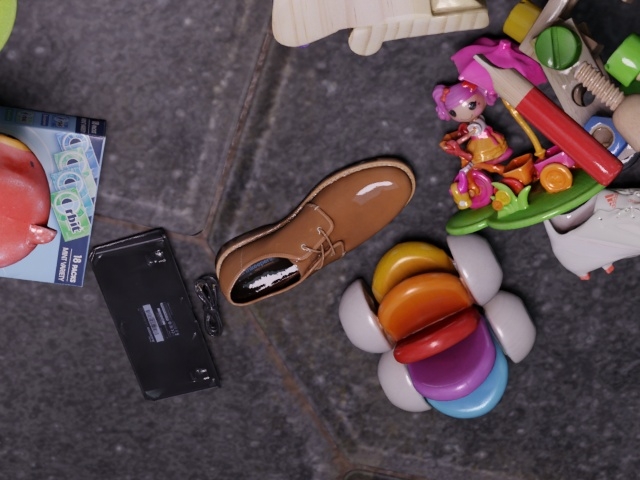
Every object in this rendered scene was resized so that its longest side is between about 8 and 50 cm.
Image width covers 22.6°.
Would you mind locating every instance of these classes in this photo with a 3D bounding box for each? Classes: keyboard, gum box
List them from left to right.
[{"bbox_3d":[-0.296,-0.044,1.445,0.184,0.041,0.157,8,117,-11],"label":"gum box"},{"bbox_3d":[-0.143,0.071,1.536,0.108,0.023,0.180,-13,120,8],"label":"keyboard"}]

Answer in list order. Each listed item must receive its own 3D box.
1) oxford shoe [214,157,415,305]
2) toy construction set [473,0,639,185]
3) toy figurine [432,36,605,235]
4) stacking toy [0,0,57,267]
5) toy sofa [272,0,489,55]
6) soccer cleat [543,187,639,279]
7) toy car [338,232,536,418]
[{"bbox_3d":[0.000,0.000,1.483,0.212,0.076,0.076,-33,115,9],"label":"oxford shoe"},{"bbox_3d":[0.213,-0.196,1.291,0.237,0.309,0.257,41,132,7],"label":"toy construction set"},{"bbox_3d":[0.158,-0.103,1.443,0.173,0.130,0.159,-18,107,31],"label":"toy figurine"},{"bbox_3d":[-0.335,-0.108,1.179,0.308,0.130,0.280,3,98,-31],"label":"stacking toy"},{"bbox_3d":[0.026,-0.340,1.261,0.177,0.150,0.363,-8,119,4],"label":"toy sofa"},{"bbox_3d":[0.295,-0.022,1.477,0.196,0.068,0.076,-22,113,37],"label":"soccer cleat"},{"bbox_3d":[0.116,0.093,1.509,0.159,0.136,0.182,-28,117,8],"label":"toy car"}]
